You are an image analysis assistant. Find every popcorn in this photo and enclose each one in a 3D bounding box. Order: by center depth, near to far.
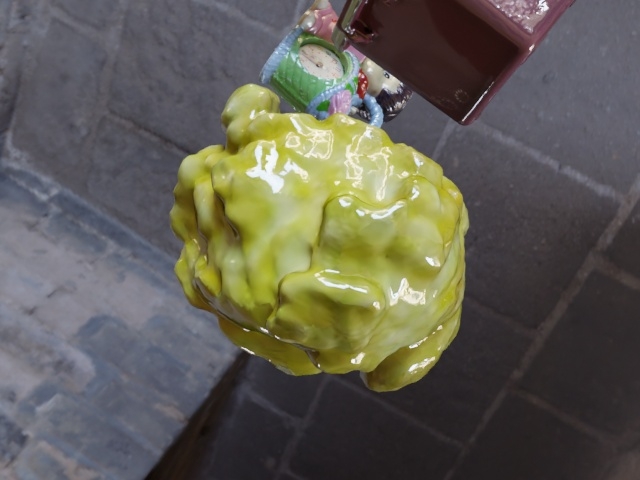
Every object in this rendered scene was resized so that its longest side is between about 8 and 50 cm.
[{"bbox_3d":[0.000,0.000,0.717,0.250,0.235,0.241,37,144,28],"label":"popcorn"}]

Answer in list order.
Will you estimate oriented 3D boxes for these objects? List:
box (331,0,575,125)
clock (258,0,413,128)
[{"bbox_3d":[0.166,-0.262,0.803,0.167,0.294,0.193,41,157,1],"label":"box"},{"bbox_3d":[0.032,-0.232,1.194,0.195,0.194,0.100,34,143,-5],"label":"clock"}]
